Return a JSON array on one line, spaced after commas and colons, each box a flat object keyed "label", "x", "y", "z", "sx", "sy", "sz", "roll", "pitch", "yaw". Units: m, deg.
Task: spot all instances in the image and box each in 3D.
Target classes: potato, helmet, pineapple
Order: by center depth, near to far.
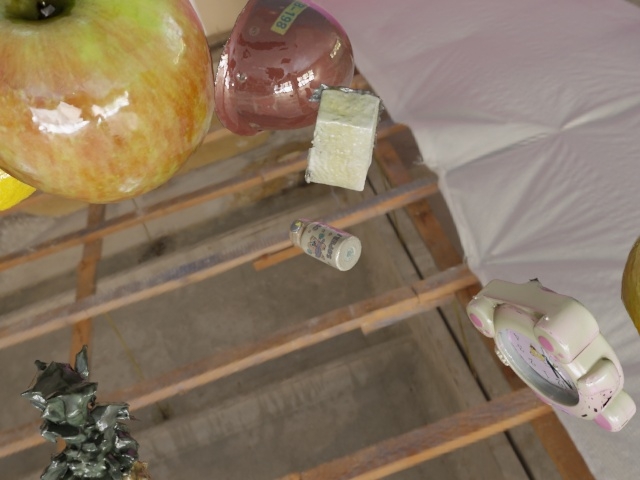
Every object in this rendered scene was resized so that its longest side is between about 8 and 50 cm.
[{"label": "pineapple", "x": -0.244, "y": 0.238, "z": 0.748, "sx": 0.128, "sy": 0.248, "sz": 0.128, "roll": -2, "pitch": -153, "yaw": 1}, {"label": "potato", "x": 0.024, "y": -0.114, "z": 0.790, "sx": 0.086, "sy": 0.122, "sz": 0.061, "roll": 7, "pitch": -121, "yaw": 0}, {"label": "helmet", "x": -0.050, "y": -0.398, "z": 1.656, "sx": 0.230, "sy": 0.338, "sz": 0.385, "roll": 18, "pitch": -130, "yaw": 24}]

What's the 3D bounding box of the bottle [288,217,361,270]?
[{"label": "bottle", "x": 0.000, "y": 0.000, "z": 1.873, "sx": 0.209, "sy": 0.110, "sz": 0.097, "roll": 24, "pitch": -101, "yaw": 40}]

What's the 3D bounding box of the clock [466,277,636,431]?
[{"label": "clock", "x": 0.451, "y": 0.222, "z": 1.362, "sx": 0.114, "sy": 0.309, "sz": 0.284, "roll": -41, "pitch": -160, "yaw": -16}]

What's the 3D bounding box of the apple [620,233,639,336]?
[{"label": "apple", "x": 0.700, "y": 0.079, "z": 1.222, "sx": 0.339, "sy": 0.340, "sz": 0.340, "roll": -12, "pitch": -142, "yaw": 9}]

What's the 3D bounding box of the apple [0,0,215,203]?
[{"label": "apple", "x": -0.262, "y": -0.181, "z": 0.742, "sx": 0.277, "sy": 0.250, "sz": 0.309, "roll": -26, "pitch": -105, "yaw": -15}]

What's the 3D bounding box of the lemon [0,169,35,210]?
[{"label": "lemon", "x": -0.412, "y": -0.107, "z": 0.866, "sx": 0.142, "sy": 0.142, "sz": 0.187, "roll": 8, "pitch": -124, "yaw": 31}]
